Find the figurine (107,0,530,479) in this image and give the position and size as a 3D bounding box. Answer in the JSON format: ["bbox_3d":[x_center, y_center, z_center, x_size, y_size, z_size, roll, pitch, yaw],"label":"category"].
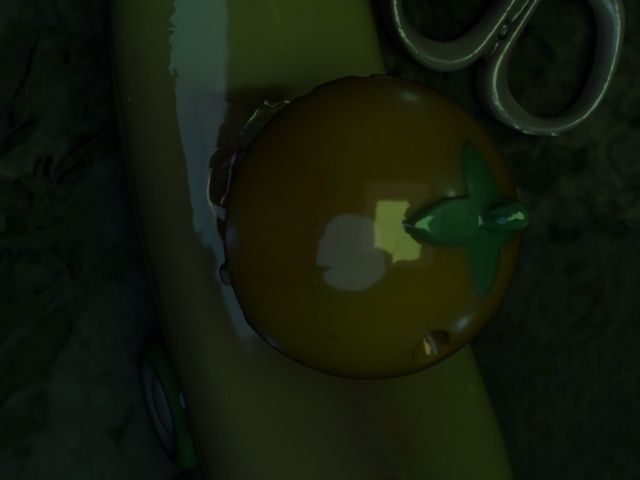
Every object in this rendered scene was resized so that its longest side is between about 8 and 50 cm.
[{"bbox_3d":[0.000,0.000,0.738,0.124,0.222,0.324,-15,102,-16],"label":"figurine"}]

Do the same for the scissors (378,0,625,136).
[{"bbox_3d":[0.127,-0.165,0.867,0.118,0.030,0.242,35,86,-21],"label":"scissors"}]
